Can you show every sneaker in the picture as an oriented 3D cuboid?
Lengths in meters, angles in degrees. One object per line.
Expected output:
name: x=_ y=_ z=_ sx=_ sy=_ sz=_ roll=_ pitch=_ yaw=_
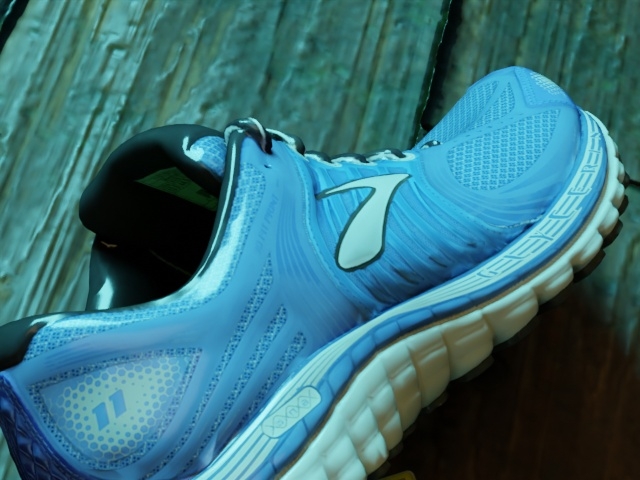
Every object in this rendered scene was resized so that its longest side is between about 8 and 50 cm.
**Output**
sneaker: x=0.000 y=0.000 z=0.744 sx=0.147 sy=0.130 sz=0.330 roll=53 pitch=43 yaw=-3

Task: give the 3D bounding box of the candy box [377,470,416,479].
candy box: x=0.029 y=0.185 z=0.711 sx=0.105 sy=0.027 sz=0.206 roll=-12 pitch=56 yaw=-25
